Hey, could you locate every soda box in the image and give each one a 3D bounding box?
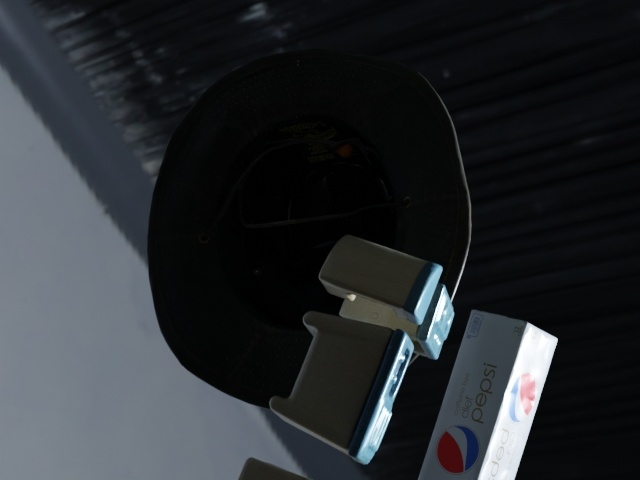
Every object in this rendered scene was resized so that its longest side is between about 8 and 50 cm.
[{"bbox_3d":[0.165,0.184,1.348,0.074,0.069,0.216,26,81,-50],"label":"soda box"}]

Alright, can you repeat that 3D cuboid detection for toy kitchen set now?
[{"bbox_3d":[0.043,0.121,0.872,0.166,0.122,0.207,57,54,-72],"label":"toy kitchen set"}]

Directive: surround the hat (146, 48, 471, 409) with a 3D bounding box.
[{"bbox_3d":[0.000,0.000,1.200,0.134,0.331,0.331,44,43,-63],"label":"hat"}]
